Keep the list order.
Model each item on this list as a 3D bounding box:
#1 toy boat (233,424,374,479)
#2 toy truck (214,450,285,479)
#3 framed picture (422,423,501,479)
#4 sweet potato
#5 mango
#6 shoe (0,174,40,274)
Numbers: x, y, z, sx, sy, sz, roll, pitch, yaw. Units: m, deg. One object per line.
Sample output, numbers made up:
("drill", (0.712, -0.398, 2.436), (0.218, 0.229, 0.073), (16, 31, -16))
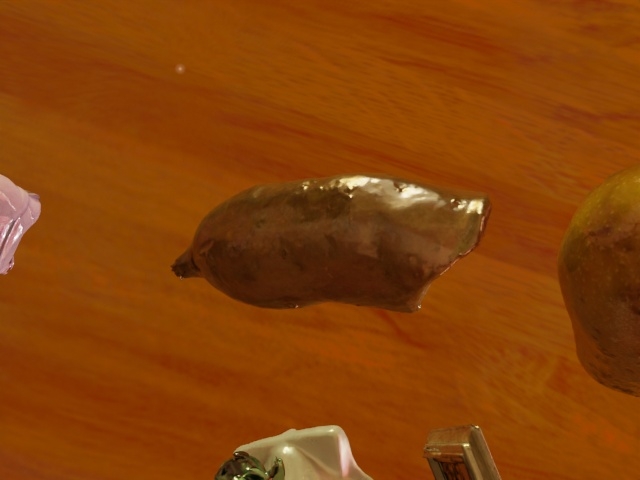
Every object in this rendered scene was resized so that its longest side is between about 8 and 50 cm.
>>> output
("toy boat", (0.011, 0.299, 1.006), (0.199, 0.100, 0.290), (-18, 98, 22))
("toy truck", (-0.064, 0.196, 0.685), (0.078, 0.080, 0.154), (40, 98, -5))
("framed picture", (0.116, 0.226, 0.760), (0.019, 0.296, 0.232), (-21, 80, -3))
("sweet potato", (0.000, 0.000, 1.281), (0.369, 0.158, 0.158), (2, 99, 19))
("mango", (0.320, 0.056, 1.169), (0.175, 0.176, 0.329), (-30, 138, -19))
("shoe", (-0.398, 0.027, 1.315), (0.137, 0.095, 0.245), (19, 105, -50))
